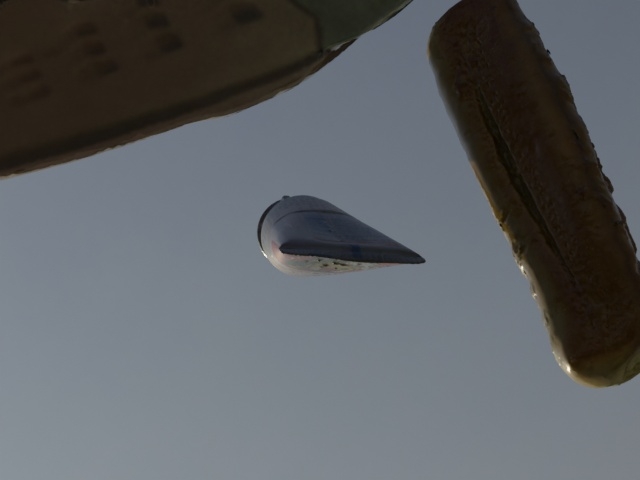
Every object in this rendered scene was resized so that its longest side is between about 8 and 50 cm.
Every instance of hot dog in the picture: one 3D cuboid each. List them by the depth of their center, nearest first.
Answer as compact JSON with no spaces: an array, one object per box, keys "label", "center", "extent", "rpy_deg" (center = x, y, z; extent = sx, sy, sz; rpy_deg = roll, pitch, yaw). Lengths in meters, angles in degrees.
[{"label":"hot dog","center":[0.136,-0.034,1.087],"extent":[0.088,0.286,0.061],"rpy_deg":[-23,-33,15]}]

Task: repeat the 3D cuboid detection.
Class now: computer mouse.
[{"label":"computer mouse","center":[-0.062,-0.104,0.658],"extent":[0.389,0.199,0.115],"rpy_deg":[-32,-59,5]}]

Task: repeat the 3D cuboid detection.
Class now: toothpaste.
[{"label":"toothpaste","center":[0.000,0.000,1.162],"extent":[0.089,0.234,0.057],"rpy_deg":[4,-88,-10]}]
